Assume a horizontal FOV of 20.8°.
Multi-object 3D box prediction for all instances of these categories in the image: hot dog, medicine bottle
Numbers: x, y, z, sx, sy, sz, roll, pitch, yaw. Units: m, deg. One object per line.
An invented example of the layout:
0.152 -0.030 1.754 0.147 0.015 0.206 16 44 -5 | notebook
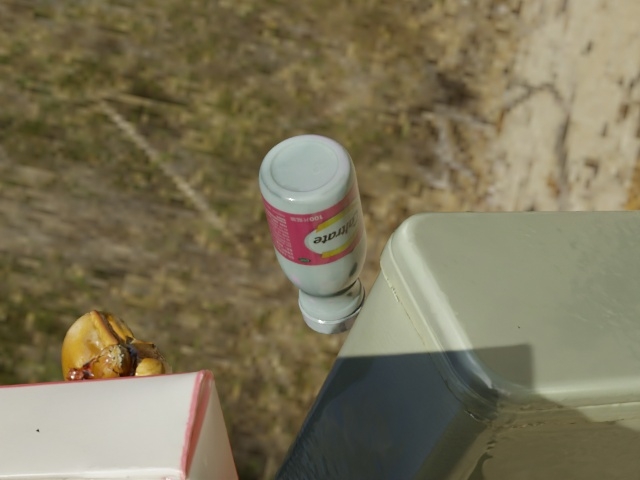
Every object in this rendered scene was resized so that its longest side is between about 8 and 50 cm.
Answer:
-0.171 0.133 1.432 0.076 0.102 0.249 -45 -14 -22 | hot dog
0.000 0.000 1.671 0.216 0.090 0.090 78 -160 -50 | medicine bottle

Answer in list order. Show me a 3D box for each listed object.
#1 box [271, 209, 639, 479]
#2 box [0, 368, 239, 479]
0.165 0.148 1.341 0.177 0.352 0.344 64 142 35 | box
-0.191 0.281 0.873 0.300 0.312 0.314 -83 -15 -53 | box
